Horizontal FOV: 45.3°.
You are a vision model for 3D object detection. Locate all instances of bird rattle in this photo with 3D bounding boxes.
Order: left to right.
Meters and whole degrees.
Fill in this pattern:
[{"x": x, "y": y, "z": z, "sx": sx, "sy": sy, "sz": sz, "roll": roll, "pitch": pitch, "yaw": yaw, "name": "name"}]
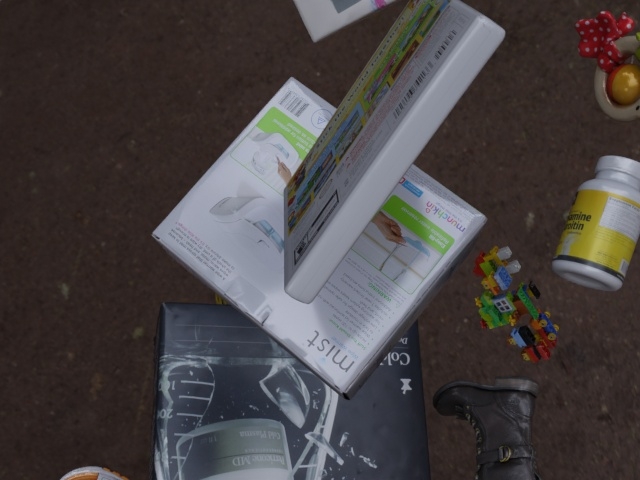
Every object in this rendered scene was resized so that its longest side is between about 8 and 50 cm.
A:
[{"x": 0.586, "y": -0.333, "z": 1.474, "sx": 0.254, "sy": 0.143, "sz": 0.206, "roll": 27, "pitch": 117, "yaw": 52, "name": "bird rattle"}]

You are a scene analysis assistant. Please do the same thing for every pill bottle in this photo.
[{"x": 0.415, "y": -0.026, "z": 1.124, "sx": 0.103, "sy": 0.103, "sz": 0.184, "roll": 15, "pitch": 80, "yaw": 37, "name": "pill bottle"}]

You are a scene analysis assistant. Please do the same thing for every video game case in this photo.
[{"x": 0.040, "y": -0.086, "z": 0.593, "sx": 0.227, "sy": 0.026, "sz": 0.206, "roll": -55, "pitch": 16, "yaw": 19, "name": "video game case"}]

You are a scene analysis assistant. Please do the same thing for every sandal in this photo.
[{"x": -0.375, "y": 0.513, "z": 1.463, "sx": 0.102, "sy": 0.265, "sz": 0.076, "roll": -58, "pitch": 21, "yaw": 16, "name": "sandal"}]

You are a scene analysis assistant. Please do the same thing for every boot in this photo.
[{"x": 0.309, "y": 0.383, "z": 1.458, "sx": 0.263, "sy": 0.091, "sz": 0.228, "roll": -23, "pitch": 46, "yaw": 45, "name": "boot"}]

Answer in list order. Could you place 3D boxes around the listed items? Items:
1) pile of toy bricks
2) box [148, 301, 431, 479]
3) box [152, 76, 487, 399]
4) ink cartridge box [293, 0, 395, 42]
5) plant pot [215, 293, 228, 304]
[{"x": 0.327, "y": 0.127, "z": 1.366, "sx": 0.105, "sy": 0.212, "sz": 0.118, "roll": -24, "pitch": 17, "yaw": 41, "name": "pile of toy bricks"}, {"x": -0.070, "y": 0.382, "z": 1.405, "sx": 0.480, "sy": 0.297, "sz": 0.471, "roll": 3, "pitch": 68, "yaw": -13, "name": "box"}, {"x": 0.000, "y": 0.000, "z": 0.825, "sx": 0.262, "sy": 0.127, "sz": 0.231, "roll": 37, "pitch": 82, "yaw": 14, "name": "box"}, {"x": 0.086, "y": -0.398, "z": 1.103, "sx": 0.354, "sy": 0.119, "sz": 0.207, "roll": -18, "pitch": 17, "yaw": 32, "name": "ink cartridge box"}, {"x": -0.161, "y": 0.141, "z": 1.948, "sx": 0.187, "sy": 0.212, "sz": 0.212, "roll": -10, "pitch": 11, "yaw": -20, "name": "plant pot"}]
